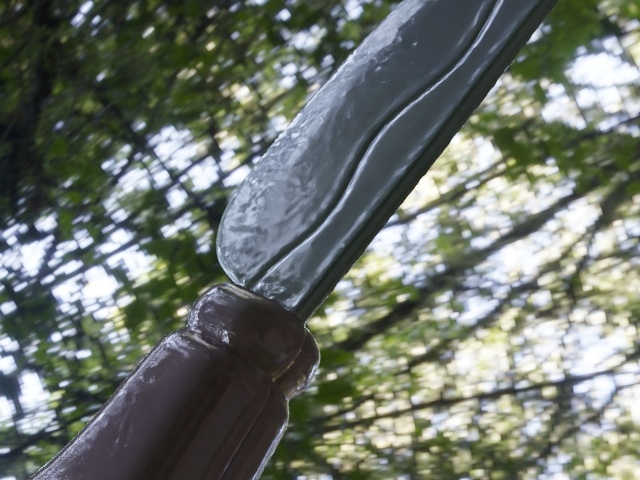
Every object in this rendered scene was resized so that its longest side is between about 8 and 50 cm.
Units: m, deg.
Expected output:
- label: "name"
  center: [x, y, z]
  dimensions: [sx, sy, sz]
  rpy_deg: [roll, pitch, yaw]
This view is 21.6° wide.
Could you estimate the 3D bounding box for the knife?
- label: "knife"
  center: [-0.002, 0.000, 0.471]
  dimensions: [0.336, 0.081, 0.043]
  rpy_deg: [-52, -54, -17]
